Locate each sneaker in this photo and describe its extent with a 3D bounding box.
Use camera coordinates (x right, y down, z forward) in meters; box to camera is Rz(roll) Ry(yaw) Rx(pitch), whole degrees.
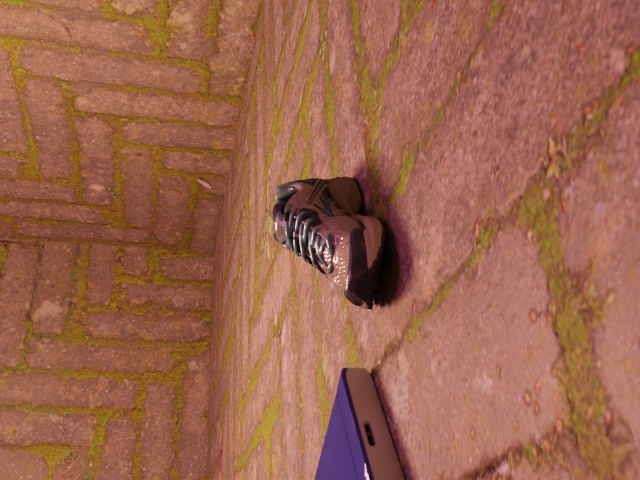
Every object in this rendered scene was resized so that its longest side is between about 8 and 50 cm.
[{"bbox_3d":[0.000,0.000,0.869,0.283,0.122,0.110,-114,30,-64],"label":"sneaker"}]

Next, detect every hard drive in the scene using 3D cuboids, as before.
[{"bbox_3d":[0.029,0.343,0.819,0.210,0.040,0.318,-107,25,-57],"label":"hard drive"}]
